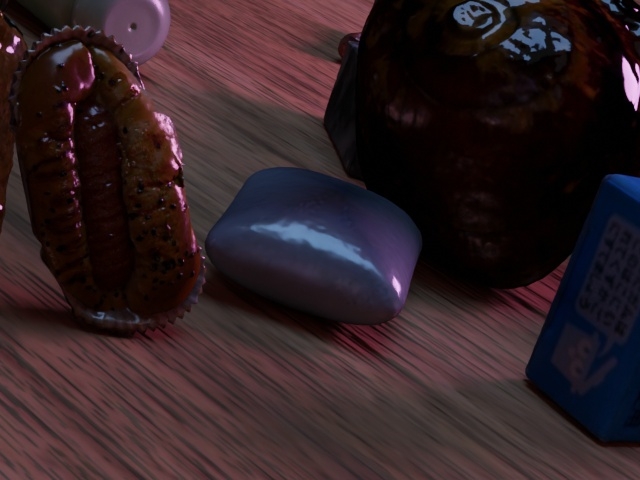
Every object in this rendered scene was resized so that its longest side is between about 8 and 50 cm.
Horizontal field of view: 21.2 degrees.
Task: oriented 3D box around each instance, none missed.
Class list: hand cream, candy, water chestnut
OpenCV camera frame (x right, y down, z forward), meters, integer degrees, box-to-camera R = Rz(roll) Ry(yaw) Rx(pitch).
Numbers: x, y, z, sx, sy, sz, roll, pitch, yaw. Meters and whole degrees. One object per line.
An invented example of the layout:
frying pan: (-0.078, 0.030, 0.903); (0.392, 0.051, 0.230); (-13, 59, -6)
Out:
hand cream: (-0.244, -0.250, 1.652); (0.147, 0.093, 0.306); (0, 23, -32)
candy: (0.303, 0.055, 1.180); (0.306, 0.157, 0.100); (6, 22, -35)
water chestnut: (0.143, -0.103, 1.353); (0.289, 0.244, 0.289); (26, 35, -20)
candy: (0.000, 0.000, 1.179); (0.138, 0.071, 0.174); (20, 18, 2)

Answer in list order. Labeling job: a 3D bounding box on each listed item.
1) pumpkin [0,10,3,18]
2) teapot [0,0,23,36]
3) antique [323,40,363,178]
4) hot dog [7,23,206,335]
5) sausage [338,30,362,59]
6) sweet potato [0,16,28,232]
pumpkin: (-0.299, -0.120, 1.114); (0.190, 0.146, 0.190); (19, 17, -6)
teapot: (-0.313, -0.222, 1.536); (0.121, 0.076, 0.068); (42, 1, -19)
antique: (0.064, -0.116, 1.567); (0.088, 0.086, 0.183); (15, 18, -13)
hot dog: (-0.126, -0.034, 0.995); (0.099, 0.192, 0.053); (-26, 23, -29)
sausage: (0.057, -0.232, 1.983); (0.043, 0.043, 0.186); (21, 19, 8)
sweet potato: (-0.306, -0.057, 0.917); (0.370, 0.158, 0.158); (0, 26, -39)
